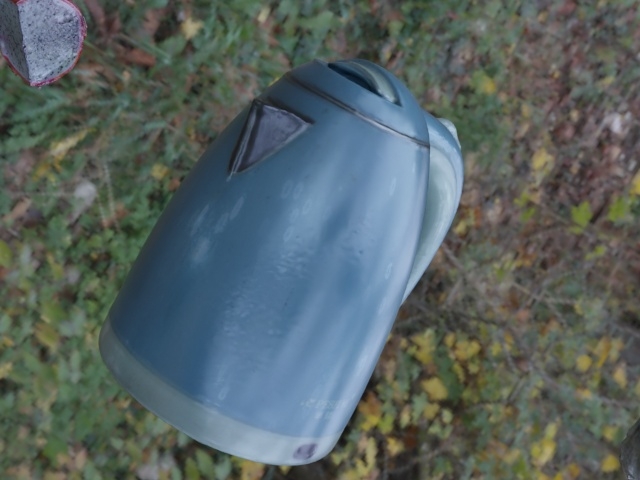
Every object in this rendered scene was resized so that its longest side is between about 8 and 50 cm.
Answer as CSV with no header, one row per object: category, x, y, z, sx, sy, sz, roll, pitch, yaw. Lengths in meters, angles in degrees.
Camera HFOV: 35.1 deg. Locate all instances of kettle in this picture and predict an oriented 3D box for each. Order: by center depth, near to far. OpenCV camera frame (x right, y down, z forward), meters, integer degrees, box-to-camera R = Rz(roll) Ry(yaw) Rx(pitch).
kettle,0.000,0.000,0.957,0.319,0.247,0.342,12,110,-51

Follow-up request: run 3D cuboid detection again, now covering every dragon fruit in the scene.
dragon fruit,-0.220,-0.170,0.795,0.060,0.056,0.083,-25,131,-27

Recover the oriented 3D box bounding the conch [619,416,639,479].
conch,0.296,0.175,0.713,0.130,0.207,0.155,-5,109,-25
